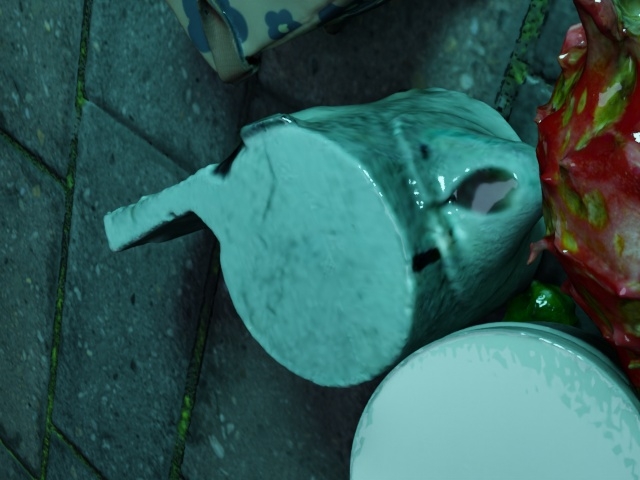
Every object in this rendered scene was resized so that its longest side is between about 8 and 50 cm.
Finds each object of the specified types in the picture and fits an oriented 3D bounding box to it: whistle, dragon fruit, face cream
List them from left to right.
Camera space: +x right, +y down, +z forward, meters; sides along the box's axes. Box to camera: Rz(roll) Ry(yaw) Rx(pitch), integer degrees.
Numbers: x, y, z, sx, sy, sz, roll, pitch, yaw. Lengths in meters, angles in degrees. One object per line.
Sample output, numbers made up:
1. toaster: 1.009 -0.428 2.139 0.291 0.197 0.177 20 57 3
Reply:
1. whistle: -0.011 -0.030 0.748 0.405 0.168 0.188 22 120 37
2. face cream: 0.125 0.138 0.596 0.177 0.153 0.177 -1 87 23
3. dragon fruit: 0.203 -0.044 0.490 0.210 0.205 0.268 -19 126 26

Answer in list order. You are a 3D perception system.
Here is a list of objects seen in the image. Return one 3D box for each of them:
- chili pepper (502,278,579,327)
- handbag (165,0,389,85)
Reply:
1. chili pepper: 0.140 0.122 0.736 0.108 0.062 0.216 32 123 33
2. handbag: -0.016 -0.236 0.672 0.252 0.190 0.193 -16 100 54
